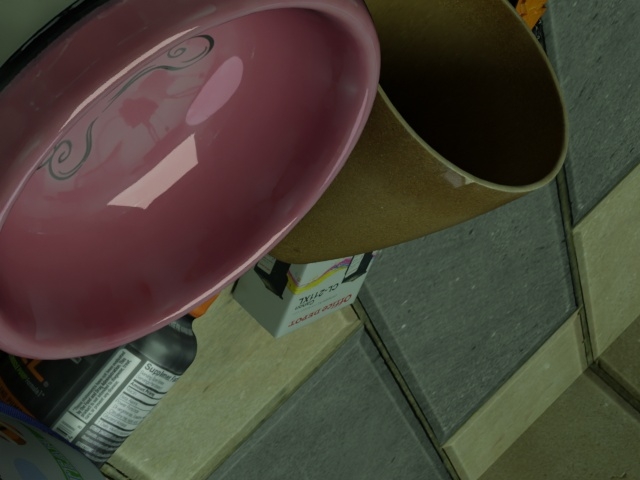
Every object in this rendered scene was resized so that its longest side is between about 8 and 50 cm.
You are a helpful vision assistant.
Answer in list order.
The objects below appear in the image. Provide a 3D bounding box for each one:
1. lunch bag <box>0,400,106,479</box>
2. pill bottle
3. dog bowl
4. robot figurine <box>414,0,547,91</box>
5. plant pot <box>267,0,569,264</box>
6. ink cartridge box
[{"bbox_3d":[-0.255,0.272,1.086,0.385,0.328,0.239,28,107,-41],"label":"lunch bag"},{"bbox_3d":[-0.195,0.106,1.315,0.246,0.130,0.130,-49,156,4],"label":"pill bottle"},{"bbox_3d":[-0.131,-0.084,1.061,0.408,0.150,0.408,-33,155,-18],"label":"dog bowl"},{"bbox_3d":[0.147,-0.218,1.440,0.211,0.085,0.291,-25,148,-39],"label":"robot figurine"},{"bbox_3d":[0.038,-0.089,1.312,0.237,0.237,0.254,-18,167,-48],"label":"plant pot"},{"bbox_3d":[0.000,0.000,1.547,0.127,0.072,0.175,-23,146,-44],"label":"ink cartridge box"}]
